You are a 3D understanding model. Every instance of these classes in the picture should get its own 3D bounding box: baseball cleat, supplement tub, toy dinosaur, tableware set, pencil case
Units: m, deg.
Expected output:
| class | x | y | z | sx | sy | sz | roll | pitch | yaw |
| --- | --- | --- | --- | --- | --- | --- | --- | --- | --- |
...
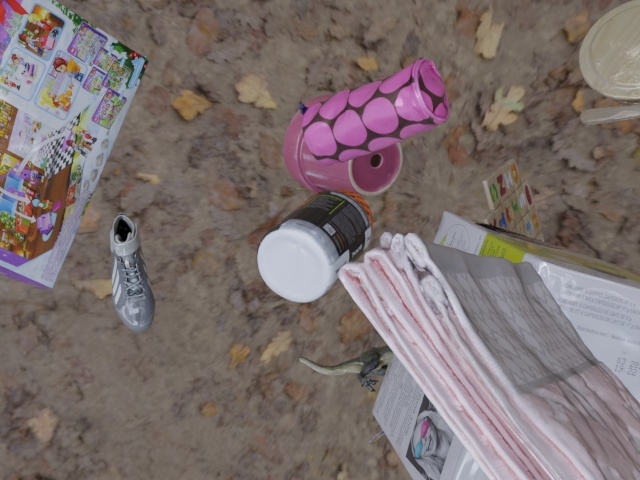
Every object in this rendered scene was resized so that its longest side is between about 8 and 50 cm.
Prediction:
| class | x | y | z | sx | sy | sz | roll | pitch | yaw |
| --- | --- | --- | --- | --- | --- | --- | --- | --- | --- |
| baseball cleat | -0.333 | 0.052 | 1.474 | 0.072 | 0.109 | 0.205 | -14 | 72 | -12 |
| supplement tub | 0.000 | 0.000 | 1.221 | 0.117 | 0.190 | 0.117 | 11 | 116 | 22 |
| toy dinosaur | 0.103 | 0.239 | 1.612 | 0.268 | 0.118 | 0.064 | -8 | 123 | -20 |
| tableware set | 0.280 | -0.133 | 0.591 | 0.194 | 0.039 | 0.128 | -1 | 66 | 31 |
| pencil case | 0.071 | -0.171 | 1.121 | 0.209 | 0.098 | 0.095 | -13 | 134 | 40 |

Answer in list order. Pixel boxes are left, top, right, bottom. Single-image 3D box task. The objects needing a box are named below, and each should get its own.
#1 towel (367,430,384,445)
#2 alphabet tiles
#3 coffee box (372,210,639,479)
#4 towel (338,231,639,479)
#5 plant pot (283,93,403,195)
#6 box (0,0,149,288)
| class | x | y | z | sx | sy | sz | roll | pitch | yaw |
| --- | --- | --- | --- | --- | --- | --- | --- | --- | --- |
| towel | 0.123 | 0.350 | 1.579 | 0.083 | 0.060 | 0.009 | -37 | 73 | 4 |
| alphabet tiles | 0.379 | -0.002 | 1.638 | 0.011 | 0.342 | 0.285 | -13 | 100 | 28 |
| coffee box | 0.313 | 0.184 | 1.168 | 0.338 | 0.334 | 0.338 | 16 | 98 | -15 |
| towel | 0.174 | 0.132 | 0.499 | 0.053 | 0.332 | 0.317 | -42 | 70 | 15 |
| plant pot | 0.056 | -0.171 | 1.668 | 0.201 | 0.180 | 0.201 | -13 | 116 | -30 |
| box | -0.329 | -0.120 | 0.919 | 0.201 | 0.057 | 0.293 | 31 | 69 | -34 |
